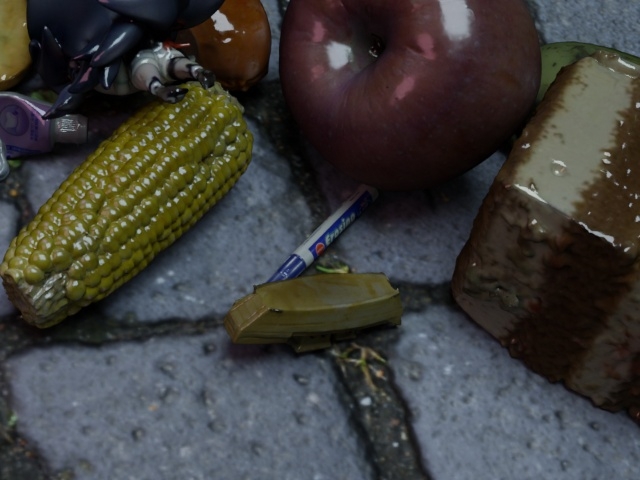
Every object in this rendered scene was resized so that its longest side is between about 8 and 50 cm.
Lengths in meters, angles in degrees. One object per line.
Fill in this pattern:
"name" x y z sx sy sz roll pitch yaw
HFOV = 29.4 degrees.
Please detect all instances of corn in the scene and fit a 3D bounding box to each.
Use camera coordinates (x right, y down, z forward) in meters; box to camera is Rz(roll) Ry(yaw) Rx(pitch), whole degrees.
"corn" -0.185 -0.045 1.230 0.130 0.130 0.347 35 55 9

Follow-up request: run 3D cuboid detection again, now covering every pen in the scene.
"pen" 0.000 0.000 1.316 0.025 0.025 0.204 37 53 10

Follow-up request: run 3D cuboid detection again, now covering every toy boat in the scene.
"toy boat" -0.002 0.077 1.232 0.206 0.072 0.064 -2 41 -34

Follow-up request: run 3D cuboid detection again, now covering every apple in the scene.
"apple" 0.098 -0.194 1.333 0.235 0.306 0.306 8 47 -50

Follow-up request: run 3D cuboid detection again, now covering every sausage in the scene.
"sausage" -0.152 -0.278 1.407 0.133 0.133 0.258 -32 68 -33

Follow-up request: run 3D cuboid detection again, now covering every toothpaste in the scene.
"toothpaste" -0.394 -0.120 1.266 0.301 0.048 0.075 1 82 -9

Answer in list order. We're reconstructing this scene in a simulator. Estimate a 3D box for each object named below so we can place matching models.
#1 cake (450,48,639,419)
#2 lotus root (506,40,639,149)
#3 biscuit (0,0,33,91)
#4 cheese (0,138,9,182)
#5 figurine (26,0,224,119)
"cake" 0.310 0.002 1.274 0.290 0.256 0.282 28 54 9
"lotus root" 0.363 -0.144 1.458 0.309 0.173 0.173 21 52 -4
"biscuit" -0.414 -0.255 1.364 0.203 0.041 0.260 1 55 -13
"cheese" -0.450 -0.070 1.186 0.286 0.082 0.163 -10 70 -25
"figurine" -0.205 -0.219 1.253 0.175 0.265 0.197 -1 87 -38
